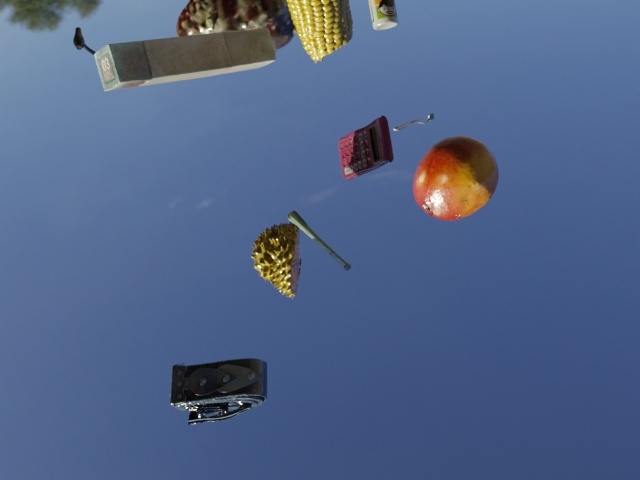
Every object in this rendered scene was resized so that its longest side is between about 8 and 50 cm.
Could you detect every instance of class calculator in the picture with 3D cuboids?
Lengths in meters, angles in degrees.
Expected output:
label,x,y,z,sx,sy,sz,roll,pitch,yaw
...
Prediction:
label,x,y,z,sx,sy,sz,roll,pitch,yaw
calculator,0.122,-0.244,1.742,0.034,0.127,0.190,-2,168,-40

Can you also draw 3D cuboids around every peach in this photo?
label,x,y,z,sx,sy,sz,roll,pitch,yaw
peach,0.426,-0.190,2.052,0.281,0.238,0.281,-8,-109,26

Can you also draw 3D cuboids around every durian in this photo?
label,x,y,z,sx,sy,sz,roll,pitch,yaw
durian,-0.094,0.037,1.675,0.165,0.132,0.182,29,-86,51

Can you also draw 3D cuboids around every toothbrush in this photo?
label,x,y,z,sx,sy,sz,roll,pitch,yaw
toothbrush,0.177,-0.220,1.215,0.011,0.013,0.131,4,-158,42

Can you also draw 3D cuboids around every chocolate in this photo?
label,x,y,z,sx,sy,sz,roll,pitch,yaw
chocolate,-0.225,-0.563,1.688,0.340,0.225,0.210,-13,-158,16

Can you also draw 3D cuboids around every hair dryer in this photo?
label,x,y,z,sx,sy,sz,roll,pitch,yaw
hair dryer,-0.642,-0.537,1.776,0.031,0.083,0.079,-27,-126,18

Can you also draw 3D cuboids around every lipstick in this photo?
label,x,y,z,sx,sy,sz,roll,pitch,yaw
lipstick,-0.260,-0.370,1.310,0.371,0.076,0.080,-21,-170,-39

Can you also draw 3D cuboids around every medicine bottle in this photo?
label,x,y,z,sx,sy,sz,roll,pitch,yaw
medicine bottle,0.148,-0.613,1.514,0.092,0.221,0.061,-12,-175,-3

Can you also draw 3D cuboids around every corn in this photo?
label,x,y,z,sx,sy,sz,roll,pitch,yaw
corn,-0.021,-0.550,1.316,0.144,0.387,0.144,-14,-138,13

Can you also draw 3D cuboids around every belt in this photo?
label,x,y,z,sx,sy,sz,roll,pitch,yaw
belt,-0.225,0.346,1.477,0.218,0.122,0.128,-10,-120,7

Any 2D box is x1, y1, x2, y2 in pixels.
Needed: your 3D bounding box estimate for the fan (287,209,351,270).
label,x,y,z,sx,sy,sz,roll,pitch,yaw
fan,0.000,0.000,1.497,0.016,0.193,0.038,-41,-168,31
